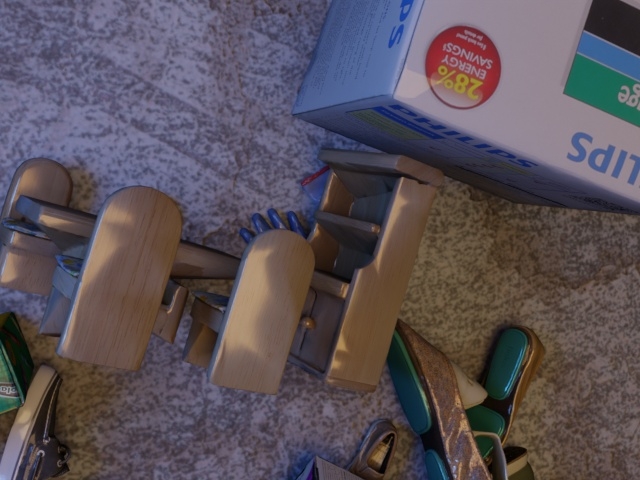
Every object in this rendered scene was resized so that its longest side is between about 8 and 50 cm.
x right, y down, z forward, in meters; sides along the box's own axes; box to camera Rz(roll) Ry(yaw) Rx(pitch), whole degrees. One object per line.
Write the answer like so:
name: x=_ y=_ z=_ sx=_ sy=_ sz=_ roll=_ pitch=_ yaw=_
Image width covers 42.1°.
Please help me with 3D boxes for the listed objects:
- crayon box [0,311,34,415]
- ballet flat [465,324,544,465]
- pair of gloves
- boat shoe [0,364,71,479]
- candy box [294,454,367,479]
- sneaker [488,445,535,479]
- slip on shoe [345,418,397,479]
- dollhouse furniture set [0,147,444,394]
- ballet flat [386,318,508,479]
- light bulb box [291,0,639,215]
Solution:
crayon box: x=-0.458 y=0.168 z=0.880 sx=0.278 sy=0.165 sz=0.081 roll=-19 pitch=100 yaw=-13
ballet flat: x=0.246 y=0.230 z=1.140 sx=0.073 sy=0.080 sz=0.232 roll=28 pitch=89 yaw=-46
pair of gloves: x=0.000 y=0.000 z=1.073 sx=0.198 sy=0.023 sz=0.159 roll=-39 pitch=106 yaw=-9
boat shoe: x=-0.327 y=0.261 z=0.954 sx=0.076 sy=0.080 sz=0.229 roll=18 pitch=74 yaw=-12
candy box: x=0.047 y=0.395 z=1.068 sx=0.233 sy=0.071 sz=0.159 roll=31 pitch=110 yaw=-16
sneaker: x=0.216 y=0.363 z=1.143 sx=0.192 sy=0.064 sz=0.086 roll=-23 pitch=97 yaw=-15
slip on shoe: x=0.067 y=0.306 z=1.108 sx=0.051 sy=0.041 sz=0.135 roll=28 pitch=87 yaw=-17
dollhouse furniture set: x=-0.101 y=-0.013 z=0.871 sx=0.394 sy=0.362 sz=0.257 roll=17 pitch=89 yaw=-31
ballet flat: x=0.172 y=0.243 z=1.073 sx=0.106 sy=0.107 sz=0.316 roll=-13 pitch=79 yaw=-17
light bulb box: x=0.202 y=-0.188 z=0.938 sx=0.357 sy=0.361 sz=0.225 roll=19 pitch=90 yaw=-17
